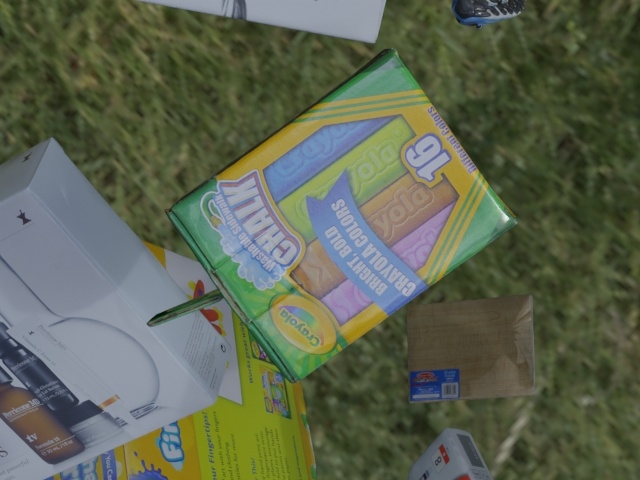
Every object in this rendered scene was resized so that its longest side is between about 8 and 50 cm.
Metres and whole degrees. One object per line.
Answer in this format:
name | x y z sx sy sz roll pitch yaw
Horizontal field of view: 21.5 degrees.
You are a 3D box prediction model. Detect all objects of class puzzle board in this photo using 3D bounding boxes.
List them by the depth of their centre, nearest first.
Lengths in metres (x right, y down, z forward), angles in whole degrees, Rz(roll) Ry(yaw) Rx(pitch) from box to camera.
puzzle board | 0.143 0.105 1.614 0.011 0.128 0.096 24 63 -61

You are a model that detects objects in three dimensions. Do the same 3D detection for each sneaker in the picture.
sneaker | 0.166 -0.235 1.698 0.073 0.063 0.162 -43 175 27

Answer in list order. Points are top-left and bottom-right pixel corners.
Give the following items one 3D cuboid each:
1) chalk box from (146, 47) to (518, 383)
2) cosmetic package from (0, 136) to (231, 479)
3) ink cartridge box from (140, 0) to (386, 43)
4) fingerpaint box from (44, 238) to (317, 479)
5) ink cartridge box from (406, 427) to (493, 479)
chalk box | -0.009 -0.001 1.032 0.213 0.132 0.132 -36 94 0
cosmetic package | -0.321 0.101 1.627 0.377 0.097 0.284 -26 116 25
ink cartridge box | -0.082 -0.294 1.498 0.307 0.223 0.129 10 117 -1
fingerpaint box | -0.179 0.248 2.072 0.163 0.445 0.371 -27 150 29
ink cartridge box | 0.119 0.308 1.779 0.045 0.145 0.179 18 123 -38
